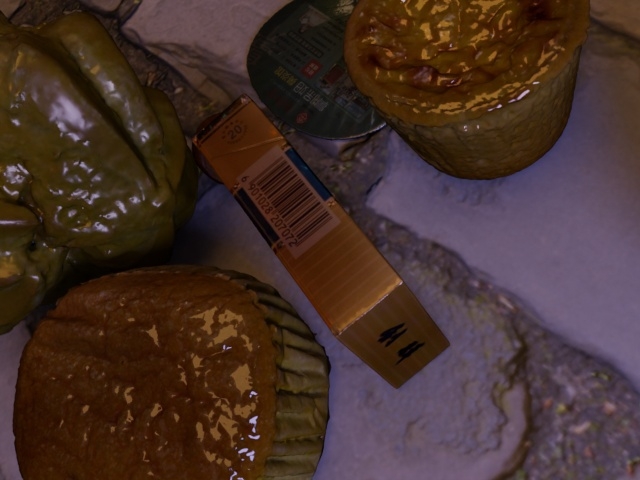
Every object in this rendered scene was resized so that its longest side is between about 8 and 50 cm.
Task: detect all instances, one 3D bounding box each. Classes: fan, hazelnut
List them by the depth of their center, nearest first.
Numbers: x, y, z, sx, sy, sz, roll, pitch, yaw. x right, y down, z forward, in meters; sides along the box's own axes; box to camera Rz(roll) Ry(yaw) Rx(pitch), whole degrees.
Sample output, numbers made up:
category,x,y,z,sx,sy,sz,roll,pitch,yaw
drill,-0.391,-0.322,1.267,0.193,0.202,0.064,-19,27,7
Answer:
category,x,y,z,sx,sy,sz,roll,pitch,yaw
hazelnut,-0.090,-0.096,0.766,0.086,0.086,0.086,-10,62,19
fan,0.058,-0.214,0.795,0.294,0.012,0.223,-21,59,13

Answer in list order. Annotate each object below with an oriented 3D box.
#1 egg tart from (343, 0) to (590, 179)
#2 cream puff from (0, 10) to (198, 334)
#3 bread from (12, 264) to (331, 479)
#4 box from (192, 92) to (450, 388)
category,x,y,z,sx,sy,sz,roll,pitch,yaw
egg tart,0.135,-0.152,0.650,0.202,0.147,0.202,-10,63,19
cream puff,-0.275,-0.056,0.660,0.270,0.323,0.274,-4,46,46
bread,-0.126,0.130,0.622,0.253,0.142,0.227,6,80,22
box,-0.001,0.000,0.628,0.070,0.152,0.237,-38,56,3
